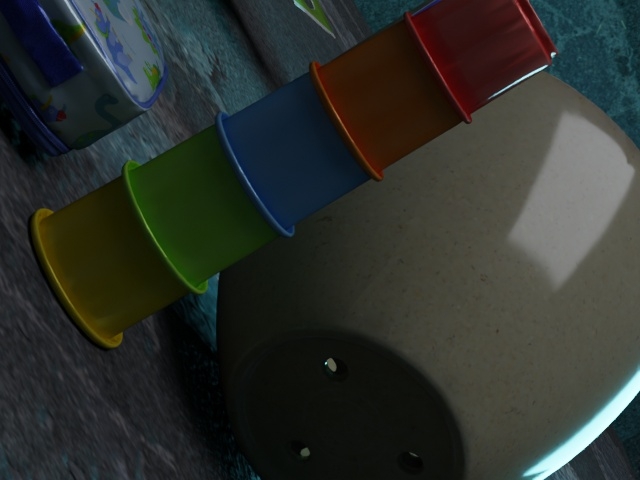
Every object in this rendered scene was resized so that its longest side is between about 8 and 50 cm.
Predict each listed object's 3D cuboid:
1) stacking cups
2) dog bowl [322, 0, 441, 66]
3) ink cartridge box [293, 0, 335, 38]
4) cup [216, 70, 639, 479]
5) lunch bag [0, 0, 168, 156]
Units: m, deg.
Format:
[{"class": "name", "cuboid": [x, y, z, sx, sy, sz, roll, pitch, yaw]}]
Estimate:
[{"class": "stacking cups", "cuboid": [-0.009, -0.047, 1.150, 0.096, 0.316, 0.096, 61, 8, -15]}, {"class": "dog bowl", "cuboid": [0.089, -0.191, 2.270, 0.104, 0.265, 0.265, 57, 9, -5]}, {"class": "ink cartridge box", "cuboid": [-0.096, -0.338, 2.247, 0.255, 0.097, 0.189, 65, 9, 12]}, {"class": "cup", "cuboid": [0.060, 0.063, 1.351, 0.331, 0.331, 0.237, 58, 36, -17]}, {"class": "lunch bag", "cuboid": [-0.187, -0.166, 1.251, 0.219, 0.090, 0.176, 59, 9, -14]}]
